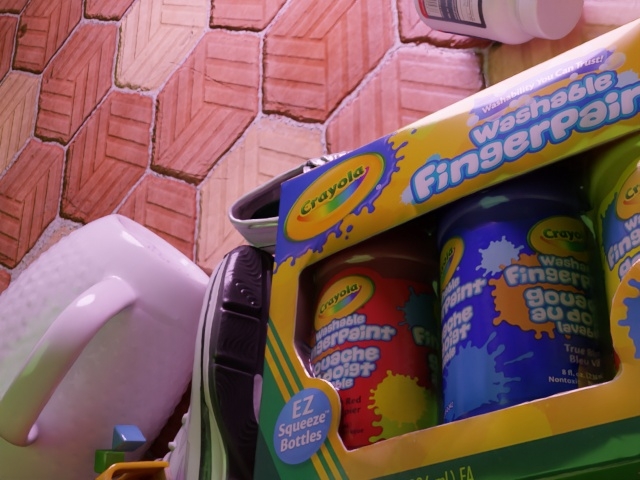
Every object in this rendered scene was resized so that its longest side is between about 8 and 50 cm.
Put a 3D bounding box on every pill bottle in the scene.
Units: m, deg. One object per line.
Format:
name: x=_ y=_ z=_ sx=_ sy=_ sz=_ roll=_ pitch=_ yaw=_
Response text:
pill bottle: x=0.201 y=-0.278 z=1.122 sx=0.180 sy=0.108 sz=0.107 roll=25 pitch=90 yaw=48

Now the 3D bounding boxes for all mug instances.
mug: x=-0.300 y=0.144 z=1.255 sx=0.328 sy=0.276 sz=0.374 roll=-53 pitch=-1 yaw=1

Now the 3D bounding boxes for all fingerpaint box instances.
fingerpaint box: x=0.165 y=0.054 z=0.815 sx=0.445 sy=0.163 sz=0.371 roll=-22 pitch=47 yaw=32

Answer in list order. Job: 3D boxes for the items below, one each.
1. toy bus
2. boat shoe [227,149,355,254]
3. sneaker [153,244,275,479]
toy bus: x=-0.239 y=0.319 z=1.098 sx=0.191 sy=0.104 sz=0.202 roll=18 pitch=96 yaw=50
boat shoe: x=0.010 y=-0.059 z=1.195 sx=0.258 sy=0.084 sz=0.095 roll=-27 pitch=55 yaw=16
sneaker: x=-0.154 y=0.234 z=1.187 sx=0.258 sy=0.169 sz=0.447 roll=-17 pitch=62 yaw=37
